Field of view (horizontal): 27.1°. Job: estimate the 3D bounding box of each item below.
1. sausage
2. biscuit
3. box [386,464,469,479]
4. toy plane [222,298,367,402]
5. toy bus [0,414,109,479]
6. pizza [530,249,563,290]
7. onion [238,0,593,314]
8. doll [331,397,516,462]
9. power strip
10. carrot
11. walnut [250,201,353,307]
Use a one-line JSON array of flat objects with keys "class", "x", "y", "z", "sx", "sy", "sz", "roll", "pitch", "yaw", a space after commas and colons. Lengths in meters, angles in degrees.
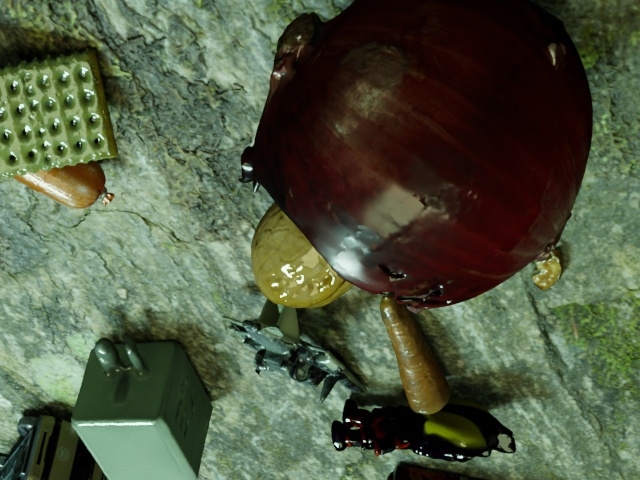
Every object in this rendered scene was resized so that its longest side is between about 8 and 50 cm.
[{"class": "sausage", "x": -0.338, "y": -0.103, "z": 1.524, "sx": 0.234, "sy": 0.071, "sz": 0.071, "roll": 33, "pitch": 134, "yaw": -25}, {"class": "biscuit", "x": -0.348, "y": -0.129, "z": 1.457, "sx": 0.231, "sy": 0.016, "sz": 0.139, "roll": -10, "pitch": 122, "yaw": -4}, {"class": "box", "x": 0.280, "y": 0.493, "z": 2.068, "sx": 0.415, "sy": 0.116, "sz": 0.264, "roll": 11, "pitch": 141, "yaw": -2}, {"class": "toy plane", "x": -0.018, "y": 0.166, "z": 1.765, "sx": 0.192, "sy": 0.088, "sz": 0.262, "roll": 10, "pitch": 152, "yaw": 44}, {"class": "toy bus", "x": -0.434, "y": 0.391, "z": 2.070, "sx": 0.157, "sy": 0.139, "sz": 0.289, "roll": 21, "pitch": 140, "yaw": -19}, {"class": "pizza", "x": 0.275, "y": 0.034, "z": 1.609, "sx": 0.037, "sy": 0.016, "sz": 0.083, "roll": 6, "pitch": 143, "yaw": 2}, {"class": "onion", "x": 0.107, "y": -0.099, "z": 1.242, "sx": 0.341, "sy": 0.341, "sz": 0.341, "roll": 5, "pitch": 140, "yaw": 5}, {"class": "doll", "x": 0.143, "y": 0.260, "z": 1.822, "sx": 0.249, "sy": 0.127, "sz": 0.088, "roll": 5, "pitch": 140, "yaw": 19}, {"class": "power strip", "x": -0.253, "y": 0.224, "z": 1.838, "sx": 0.139, "sy": 0.140, "sz": 0.224, "roll": -3, "pitch": 139, "yaw": 16}, {"class": "carrot", "x": 0.117, "y": 0.141, "z": 1.739, "sx": 0.061, "sy": 0.061, "sz": 0.209, "roll": -7, "pitch": 134, "yaw": 19}, {"class": "walnut", "x": 0.000, "y": 0.000, "z": 1.533, "sx": 0.144, "sy": 0.144, "sz": 0.180, "roll": 22, "pitch": 135, "yaw": -14}]
